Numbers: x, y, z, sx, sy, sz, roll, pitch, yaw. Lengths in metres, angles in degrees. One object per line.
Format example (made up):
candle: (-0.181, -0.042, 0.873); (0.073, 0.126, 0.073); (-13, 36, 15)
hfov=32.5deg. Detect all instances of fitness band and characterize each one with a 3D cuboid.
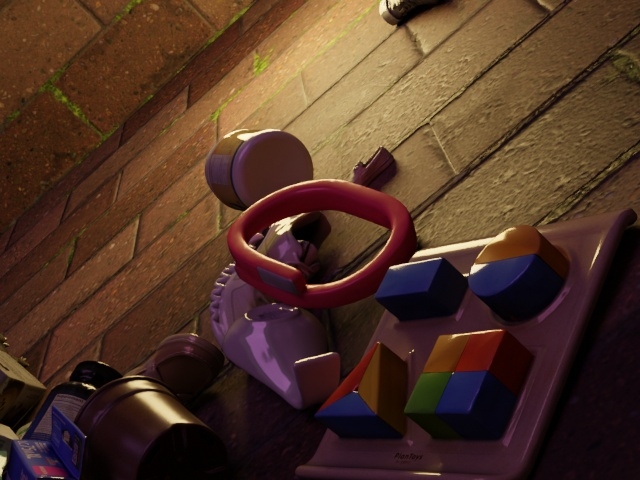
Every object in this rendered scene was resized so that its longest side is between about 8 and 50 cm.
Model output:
fitness band: (0.000, 0.000, 1.483); (0.209, 0.054, 0.291); (-35, 34, -24)

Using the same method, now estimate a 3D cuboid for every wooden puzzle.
wooden puzzle: (0.133, 0.100, 1.141); (0.322, 0.080, 0.348); (-14, 37, 54)

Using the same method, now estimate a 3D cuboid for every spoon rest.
spoon rest: (-0.040, 0.143, 1.363); (0.137, 0.084, 0.276); (-12, 14, -14)

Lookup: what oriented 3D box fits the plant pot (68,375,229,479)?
plant pot: (-0.206, 0.268, 1.362); (0.167, 0.167, 0.165); (-51, 29, -16)

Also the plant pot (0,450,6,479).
plant pot: (-0.602, 0.408, 1.628); (0.165, 0.234, 0.166); (-125, 49, -66)

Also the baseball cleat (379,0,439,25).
baseball cleat: (0.173, -0.461, 2.131); (0.109, 0.072, 0.206); (-56, 15, 9)

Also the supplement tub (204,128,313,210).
supplement tub: (-0.111, -0.119, 1.896); (0.144, 0.144, 0.199); (-50, 21, -12)

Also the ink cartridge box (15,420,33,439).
ink cartridge box: (-0.471, 0.376, 1.780); (0.181, 0.056, 0.225); (-30, 25, 36)

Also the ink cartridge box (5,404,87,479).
ink cartridge box: (-0.359, 0.372, 1.361); (0.186, 0.065, 0.311); (12, 91, 65)

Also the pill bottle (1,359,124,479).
pill bottle: (-0.375, 0.293, 1.657); (0.122, 0.123, 0.219); (-26, 28, 40)

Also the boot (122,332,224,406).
boot: (-0.246, 0.249, 1.528); (0.262, 0.095, 0.203); (-32, 22, 45)

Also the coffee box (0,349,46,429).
coffee box: (-0.616, 0.280, 1.959); (0.168, 0.119, 0.297); (-49, -6, -10)

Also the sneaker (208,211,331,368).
sneaker: (-0.068, 0.055, 1.570); (0.118, 0.110, 0.292); (-16, 36, 33)

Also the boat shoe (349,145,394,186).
boat shoe: (0.066, -0.107, 1.700); (0.100, 0.035, 0.035); (-41, 22, 10)

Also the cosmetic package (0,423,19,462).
cosmetic package: (-0.575, 0.418, 1.798); (0.099, 0.060, 0.239); (17, 79, 58)

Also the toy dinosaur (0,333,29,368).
toy dinosaur: (-0.673, 0.225, 2.217); (0.121, 0.314, 0.160); (-21, -6, -10)
